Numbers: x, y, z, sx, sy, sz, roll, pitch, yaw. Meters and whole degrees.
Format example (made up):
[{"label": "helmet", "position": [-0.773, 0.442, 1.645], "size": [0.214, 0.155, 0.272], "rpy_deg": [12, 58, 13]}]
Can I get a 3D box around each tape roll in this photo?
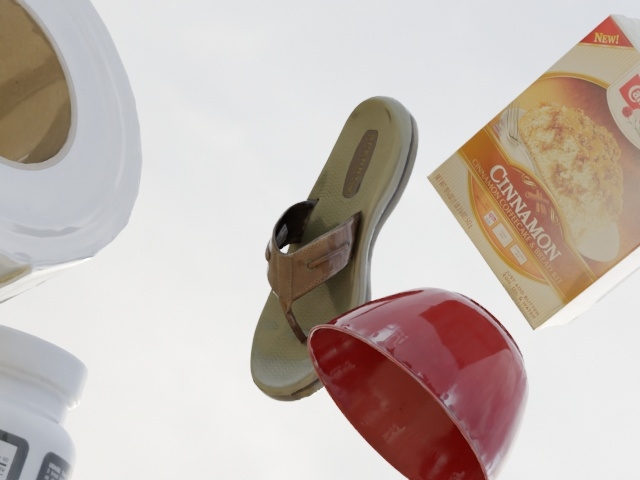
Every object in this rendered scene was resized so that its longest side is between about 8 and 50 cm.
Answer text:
[{"label": "tape roll", "position": [-0.250, -0.096, 1.254], "size": [0.100, 0.286, 0.286], "rpy_deg": [-25, -86, 29]}]

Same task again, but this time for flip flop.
[{"label": "flip flop", "position": [0.000, 0.000, 1.550], "size": [0.112, 0.277, 0.080], "rpy_deg": [14, -11, 46]}]

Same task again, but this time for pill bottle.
[{"label": "pill bottle", "position": [-0.395, 0.287, 2.070], "size": [0.210, 0.363, 0.210], "rpy_deg": [15, -21, 6]}]

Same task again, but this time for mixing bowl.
[{"label": "mixing bowl", "position": [0.088, 0.102, 1.378], "size": [0.181, 0.098, 0.181], "rpy_deg": [40, -23, 21]}]

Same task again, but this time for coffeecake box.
[{"label": "coffeecake box", "position": [0.192, -0.047, 1.324], "size": [0.185, 0.068, 0.142], "rpy_deg": [-42, -109, 26]}]
